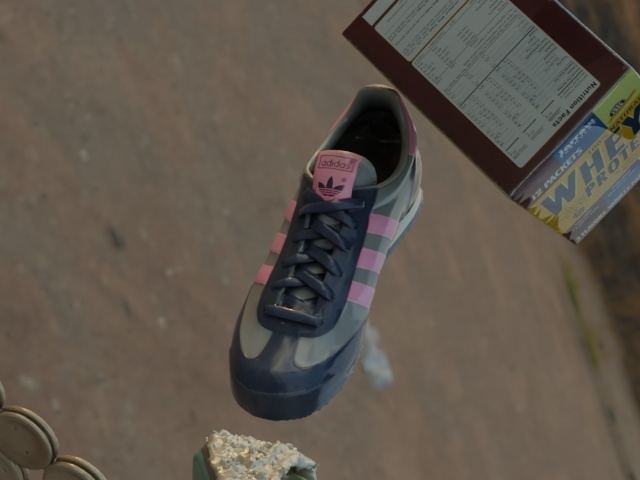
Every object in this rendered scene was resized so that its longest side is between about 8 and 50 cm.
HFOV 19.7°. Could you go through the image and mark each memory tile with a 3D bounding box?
[{"bbox_3d":[-0.175,0.124,0.959,0.113,0.148,0.012,43,46,-4],"label":"memory tile"}]

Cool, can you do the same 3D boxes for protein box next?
[{"bbox_3d":[0.160,-0.127,1.491,0.201,0.136,0.200,47,9,23],"label":"protein box"}]

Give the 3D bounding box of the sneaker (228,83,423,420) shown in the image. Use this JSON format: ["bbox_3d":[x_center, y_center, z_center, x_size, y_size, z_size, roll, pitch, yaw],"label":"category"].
[{"bbox_3d":[0.000,0.000,1.510,0.131,0.112,0.319,85,20,-44],"label":"sneaker"}]

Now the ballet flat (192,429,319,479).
[{"bbox_3d":[-0.044,0.246,1.503,0.409,0.147,0.147,-99,167,-77],"label":"ballet flat"}]
